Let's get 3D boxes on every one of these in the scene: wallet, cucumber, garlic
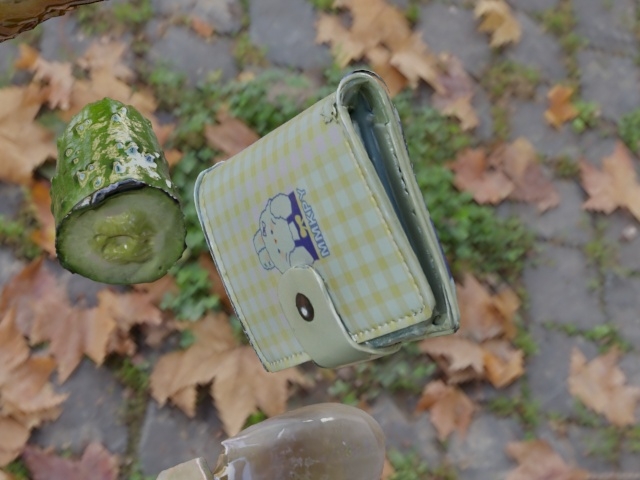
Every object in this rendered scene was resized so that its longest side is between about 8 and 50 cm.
[{"bbox_3d":[0.000,0.000,1.411,0.077,0.309,0.223,-17,88,-27],"label":"wallet"},{"bbox_3d":[-0.210,-0.070,1.670,0.134,0.134,0.244,12,32,-23],"label":"cucumber"},{"bbox_3d":[-0.051,0.276,1.486,0.132,0.279,0.325,47,20,29],"label":"garlic"}]

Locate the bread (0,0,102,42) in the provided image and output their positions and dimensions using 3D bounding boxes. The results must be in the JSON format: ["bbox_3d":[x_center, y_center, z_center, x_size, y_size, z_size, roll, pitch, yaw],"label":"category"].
[{"bbox_3d":[-0.150,-0.199,0.720,0.279,0.279,0.207,-35,110,-46],"label":"bread"}]
